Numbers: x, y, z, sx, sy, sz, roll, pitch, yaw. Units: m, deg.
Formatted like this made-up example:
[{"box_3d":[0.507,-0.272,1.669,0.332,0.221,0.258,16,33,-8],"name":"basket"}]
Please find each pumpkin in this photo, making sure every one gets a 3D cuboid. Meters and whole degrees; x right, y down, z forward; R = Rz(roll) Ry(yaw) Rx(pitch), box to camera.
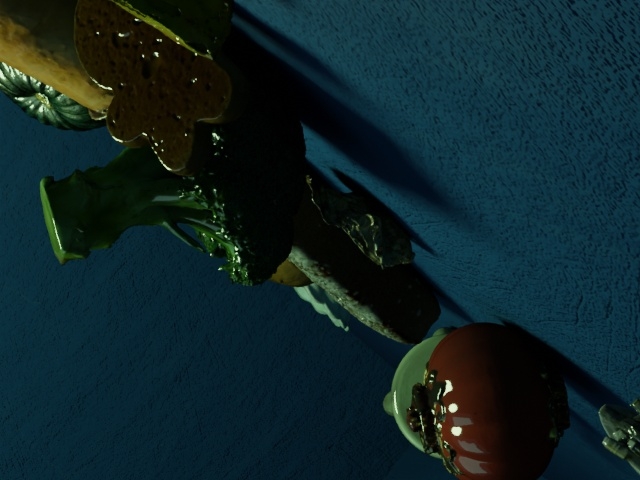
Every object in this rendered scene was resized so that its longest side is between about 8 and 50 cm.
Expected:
[{"box_3d":[-0.336,-0.242,1.823,0.220,0.162,0.220,18,154,9],"name":"pumpkin"}]

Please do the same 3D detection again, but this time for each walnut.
[{"box_3d":[-0.051,0.018,2.376,0.137,0.137,0.245,37,175,17],"name":"walnut"}]

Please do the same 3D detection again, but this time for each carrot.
[{"box_3d":[-0.314,-0.272,1.575,0.254,0.196,0.196,31,179,-30],"name":"carrot"}]

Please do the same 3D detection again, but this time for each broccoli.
[{"box_3d":[-0.156,-0.087,1.467,0.297,0.297,0.298,162,90,-72],"name":"broccoli"}]

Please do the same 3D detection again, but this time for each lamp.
[{"box_3d":[0.216,0.221,1.809,0.227,0.227,0.227,38,175,4],"name":"lamp"}]

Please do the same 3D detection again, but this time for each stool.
[{"box_3d":[0.212,0.247,2.210,0.195,0.195,0.199,38,179,6],"name":"stool"}]

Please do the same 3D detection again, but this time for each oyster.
[{"box_3d":[0.051,-0.025,1.728,0.177,0.056,0.105,41,-174,-11],"name":"oyster"}]

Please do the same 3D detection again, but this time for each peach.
[{"box_3d":[-0.140,-0.228,1.132,0.172,0.092,0.127,28,-177,-16],"name":"peach"}]

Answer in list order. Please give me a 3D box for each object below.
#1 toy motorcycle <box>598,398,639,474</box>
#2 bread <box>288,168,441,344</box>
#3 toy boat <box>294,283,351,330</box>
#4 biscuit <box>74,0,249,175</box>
[{"box_3d":[0.413,0.265,1.626,0.225,0.073,0.152,40,177,-19],"name":"toy motorcycle"},{"box_3d":[0.000,0.000,1.970,0.416,0.113,0.165,42,176,-37],"name":"bread"},{"box_3d":[-0.025,0.066,2.735,0.290,0.100,0.199,42,173,-40],"name":"toy boat"},{"box_3d":[-0.158,-0.177,1.333,0.039,0.180,0.236,-2,-131,-54],"name":"biscuit"}]
